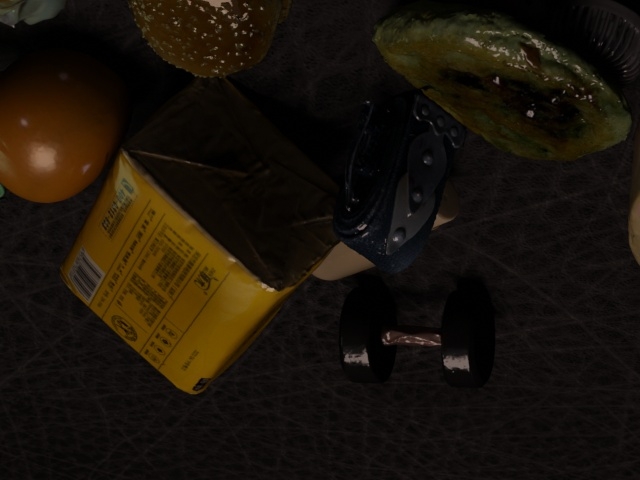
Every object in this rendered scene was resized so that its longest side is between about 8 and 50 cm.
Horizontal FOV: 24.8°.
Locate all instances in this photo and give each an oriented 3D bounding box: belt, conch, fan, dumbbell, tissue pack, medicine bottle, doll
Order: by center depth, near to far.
[{"bbox_3d":[0.253,-0.245,1.644,0.244,0.074,0.130,22,160,-5],"label":"fan"},{"bbox_3d":[-0.366,-0.321,1.727,0.116,0.105,0.173,-5,161,14],"label":"conch"},{"bbox_3d":[0.083,-0.078,1.836,0.128,0.218,0.122,32,153,-32],"label":"belt"},{"bbox_3d":[-0.375,-0.166,1.900,0.236,0.213,0.213,34,146,-7],"label":"doll"},{"bbox_3d":[-0.162,-0.002,1.989,0.293,0.228,0.382,43,147,3],"label":"tissue pack"},{"bbox_3d":[0.081,-0.026,2.023,0.114,0.114,0.252,33,144,-30],"label":"medicine bottle"},{"bbox_3d":[0.150,0.149,2.250,0.218,0.152,0.152,1,147,19],"label":"dumbbell"}]

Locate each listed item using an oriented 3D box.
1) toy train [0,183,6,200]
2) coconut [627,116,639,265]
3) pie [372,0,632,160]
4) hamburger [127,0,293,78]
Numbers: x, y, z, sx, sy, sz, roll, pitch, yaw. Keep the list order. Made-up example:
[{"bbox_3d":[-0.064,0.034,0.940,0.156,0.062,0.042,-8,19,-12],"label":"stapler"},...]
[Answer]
[{"bbox_3d":[-0.493,-0.115,2.145,0.178,0.071,0.104,-14,130,40],"label":"toy train"},{"bbox_3d":[0.498,-0.039,1.623,0.353,0.352,0.352,10,149,6],"label":"coconut"},{"bbox_3d":[0.211,-0.176,1.673,0.323,0.070,0.323,25,169,5],"label":"pie"},{"bbox_3d":[-0.128,-0.287,1.665,0.190,0.122,0.215,16,147,-1],"label":"hamburger"}]
